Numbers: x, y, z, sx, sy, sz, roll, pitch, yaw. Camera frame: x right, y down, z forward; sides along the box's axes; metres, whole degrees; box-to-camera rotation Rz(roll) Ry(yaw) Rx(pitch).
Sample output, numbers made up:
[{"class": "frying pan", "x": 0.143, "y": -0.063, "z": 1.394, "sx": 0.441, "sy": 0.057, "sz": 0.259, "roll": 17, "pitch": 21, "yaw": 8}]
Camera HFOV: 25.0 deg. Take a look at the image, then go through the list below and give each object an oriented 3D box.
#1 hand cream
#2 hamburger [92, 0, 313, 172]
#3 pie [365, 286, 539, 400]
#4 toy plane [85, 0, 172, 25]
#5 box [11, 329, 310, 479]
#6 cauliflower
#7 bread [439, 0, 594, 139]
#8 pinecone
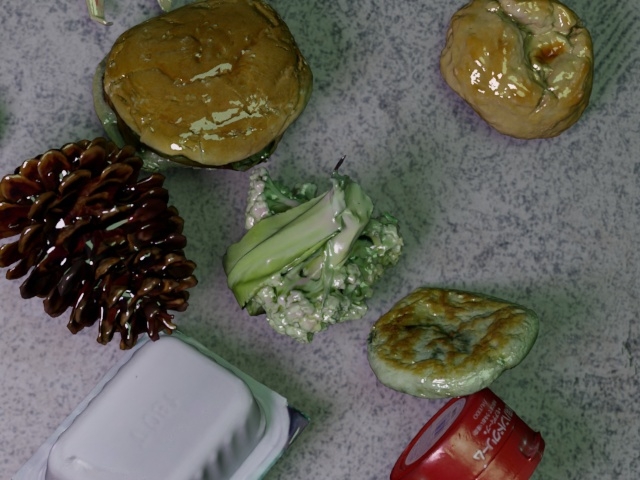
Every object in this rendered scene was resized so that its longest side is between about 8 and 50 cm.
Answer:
[{"class": "hand cream", "x": 0.196, "y": 0.296, "z": 1.941, "sx": 0.125, "sy": 0.193, "sz": 0.193, "roll": 41, "pitch": 71, "yaw": -3}, {"class": "hamburger", "x": -0.160, "y": -0.215, "z": 1.966, "sx": 0.285, "sy": 0.134, "sz": 0.265, "roll": -24, "pitch": 70, "yaw": -18}, {"class": "pie", "x": 0.178, "y": 0.132, "z": 1.975, "sx": 0.240, "sy": 0.240, "sz": 0.054, "roll": -29, "pitch": 123, "yaw": -19}, {"class": "toy plane", "x": -0.299, "y": -0.428, "z": 2.022, "sx": 0.256, "sy": 0.104, "sz": 0.242, "roll": 26, "pitch": 75, "yaw": -8}, {"class": "box", "x": -0.210, "y": 0.255, "z": 1.823, "sx": 0.264, "sy": 0.106, "sz": 0.336, "roll": 31, "pitch": 61, "yaw": 17}, {"class": "cauliflower", "x": 0.000, "y": 0.000, "z": 1.911, "sx": 0.239, "sy": 0.315, "sz": 0.256, "roll": 30, "pitch": 49, "yaw": -7}, {"class": "bread", "x": 0.297, "y": -0.267, "z": 2.128, "sx": 0.244, "sy": 0.134, "sz": 0.244, "roll": 4, "pitch": 75, "yaw": -17}, {"class": "pinecone", "x": -0.278, "y": 0.009, "z": 1.838, "sx": 0.246, "sy": 0.246, "sz": 0.292, "roll": -35, "pitch": 68, "yaw": -19}]
